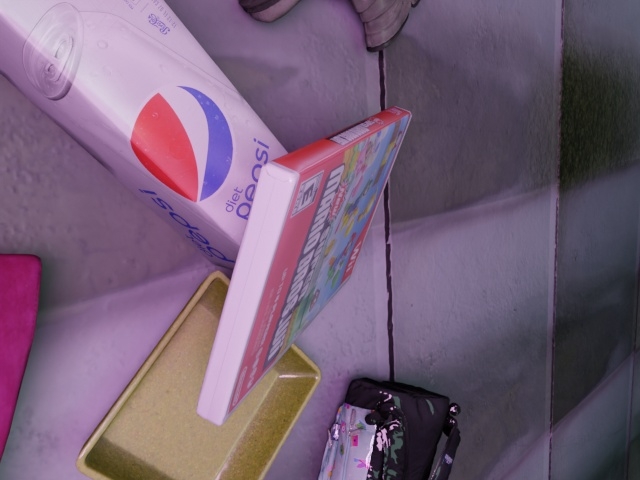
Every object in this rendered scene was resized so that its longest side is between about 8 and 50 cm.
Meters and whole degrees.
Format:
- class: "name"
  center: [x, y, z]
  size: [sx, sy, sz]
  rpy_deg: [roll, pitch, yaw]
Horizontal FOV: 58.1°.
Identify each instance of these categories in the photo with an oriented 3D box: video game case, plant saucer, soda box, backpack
- class: "video game case"
  center: [0.000, 0.000, 0.494]
  size: [0.285, 0.025, 0.204]
  rpy_deg: [-41, 153, -60]
- class: "plant saucer"
  center: [-0.104, 0.151, 0.530]
  size: [0.188, 0.045, 0.188]
  rpy_deg: [51, 61, -36]
- class: "soda box"
  center: [-0.120, -0.088, 0.442]
  size: [0.286, 0.098, 0.091]
  rpy_deg: [49, 63, -38]
- class: "backpack"
  center: [0.072, 0.259, 0.674]
  size: [0.151, 0.115, 0.182]
  rpy_deg: [17, 85, -33]

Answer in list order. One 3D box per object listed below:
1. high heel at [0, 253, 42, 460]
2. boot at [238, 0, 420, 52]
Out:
- class: "high heel"
  center: [-0.207, 0.202, 0.376]
  size: [0.181, 0.127, 0.378]
  rpy_deg: [-26, 114, -35]
- class: "boot"
  center: [0.035, -0.257, 0.588]
  size: [0.247, 0.083, 0.161]
  rpy_deg: [-54, 135, -23]
